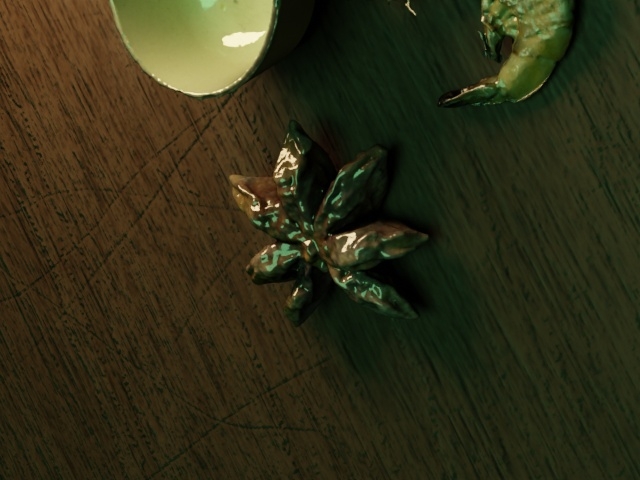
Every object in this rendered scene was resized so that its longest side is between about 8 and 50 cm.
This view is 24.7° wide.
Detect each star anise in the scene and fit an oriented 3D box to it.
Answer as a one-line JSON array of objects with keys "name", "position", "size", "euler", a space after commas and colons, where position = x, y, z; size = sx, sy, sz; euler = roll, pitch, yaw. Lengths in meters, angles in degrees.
[{"name": "star anise", "position": [0.000, -0.016, 1.341], "size": [0.212, 0.073, 0.197], "euler": [-5, 102, 38]}]

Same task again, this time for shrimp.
[{"name": "shrimp", "position": [0.112, -0.184, 1.218], "size": [0.217, 0.051, 0.150], "euler": [5, 113, 35]}]

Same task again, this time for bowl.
[{"name": "bowl", "position": [-0.084, -0.240, 1.319], "size": [0.211, 0.112, 0.211], "euler": [14, 112, 37]}]
